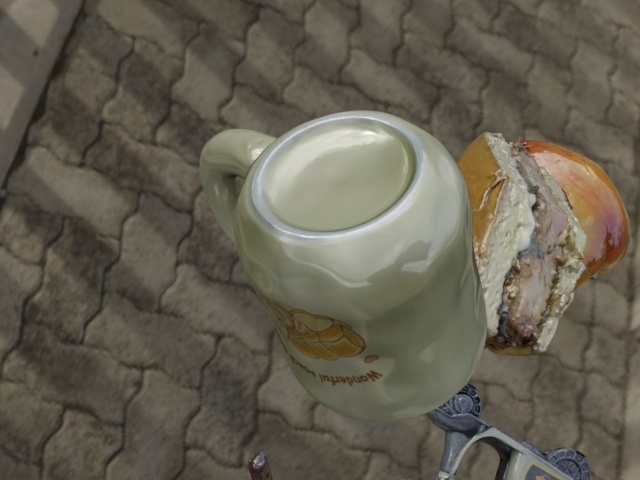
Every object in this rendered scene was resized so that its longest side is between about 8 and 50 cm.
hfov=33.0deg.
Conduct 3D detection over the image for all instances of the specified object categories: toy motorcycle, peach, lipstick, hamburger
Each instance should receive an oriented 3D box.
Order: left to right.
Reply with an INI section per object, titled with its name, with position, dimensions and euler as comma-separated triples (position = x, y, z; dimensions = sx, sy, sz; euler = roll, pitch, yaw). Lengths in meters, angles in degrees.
[lipstick]
position = -0.060, 0.254, 1.132
dimensions = 0.027, 0.176, 0.027
euler = 0, 64, 0
[hamburger]
position = 0.200, 0.010, 1.232
dimensions = 0.155, 0.245, 0.282
euler = 39, 8, -24
[toy motorcycle]
position = 0.237, 0.304, 1.406
dimensions = 0.263, 0.091, 0.157
euler = 32, 78, 3
[peach]
position = 0.349, -0.039, 1.724
dimensions = 0.238, 0.281, 0.281
euler = -28, 78, -37

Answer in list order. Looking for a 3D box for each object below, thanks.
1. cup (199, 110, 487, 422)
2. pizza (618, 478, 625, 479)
[cup]
position = 0.019, -0.007, 0.854
dimensions = 0.173, 0.202, 0.255
euler = -24, 46, -6
[pizza]
position = 0.186, 0.185, 0.540
dimensions = 0.289, 0.229, 0.081
euler = -37, 118, -74
